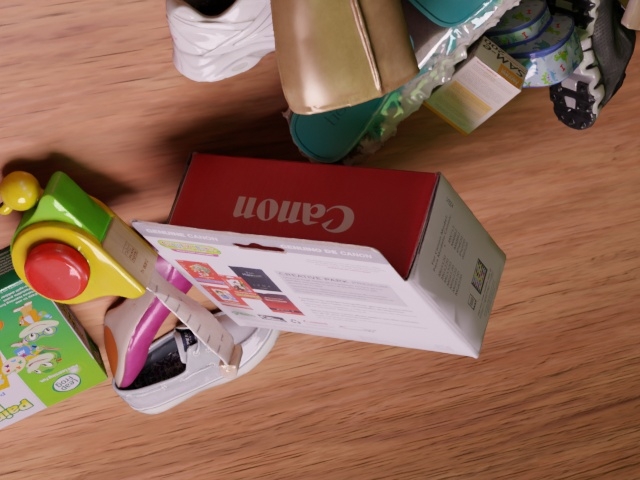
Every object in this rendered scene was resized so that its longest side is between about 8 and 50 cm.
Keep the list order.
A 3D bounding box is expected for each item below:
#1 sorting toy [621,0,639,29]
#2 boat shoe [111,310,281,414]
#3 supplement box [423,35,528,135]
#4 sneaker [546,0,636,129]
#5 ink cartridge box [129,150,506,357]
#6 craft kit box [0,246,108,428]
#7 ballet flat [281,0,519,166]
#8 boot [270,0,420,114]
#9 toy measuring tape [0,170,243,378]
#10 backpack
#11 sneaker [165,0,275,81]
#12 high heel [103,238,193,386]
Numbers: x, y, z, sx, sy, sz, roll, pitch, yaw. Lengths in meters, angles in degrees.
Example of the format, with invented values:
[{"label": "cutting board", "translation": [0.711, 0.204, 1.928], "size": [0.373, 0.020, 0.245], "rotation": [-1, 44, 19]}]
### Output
[{"label": "sorting toy", "translation": [0.391, -0.303, 1.823], "size": [0.132, 0.046, 0.274], "rotation": [0, 119, -38]}, {"label": "boat shoe", "translation": [-0.153, 0.138, 2.040], "size": [0.227, 0.079, 0.081], "rotation": [-31, 149, 13]}, {"label": "supplement box", "translation": [0.161, -0.160, 1.747], "size": [0.062, 0.036, 0.098], "rotation": [36, 139, -14]}, {"label": "sneaker", "translation": [0.298, -0.242, 1.846], "size": [0.106, 0.078, 0.234], "rotation": [-38, 136, -32]}, {"label": "ink cartridge box", "translation": [0.000, 0.000, 1.774], "size": [0.309, 0.130, 0.272], "rotation": [6, 157, 29]}, {"label": "craft kit box", "translation": [-0.399, 0.134, 1.909], "size": [0.250, 0.061, 0.246], "rotation": [-25, 147, -1]}, {"label": "ballet flat", "translation": [0.110, -0.237, 1.715], "size": [0.147, 0.147, 0.409], "rotation": [12, 133, -41]}, {"label": "boot", "translation": [0.053, -0.273, 1.563], "size": [0.236, 0.089, 0.269], "rotation": [-14, 119, 1]}, {"label": "toy measuring tape", "translation": [-0.228, 0.048, 1.795], "size": [0.121, 0.121, 0.330], "rotation": [-38, 115, 16]}, {"label": "backpack", "translation": [0.215, -0.208, 1.781], "size": [0.114, 0.105, 0.084], "rotation": [4, 126, 30]}, {"label": "sneaker", "translation": [-0.043, -0.239, 1.629], "size": [0.232, 0.090, 0.115], "rotation": [-24, 141, -5]}, {"label": "high heel", "translation": [-0.185, 0.079, 1.955], "size": [0.117, 0.082, 0.244], "rotation": [-9, 133, -24]}]
